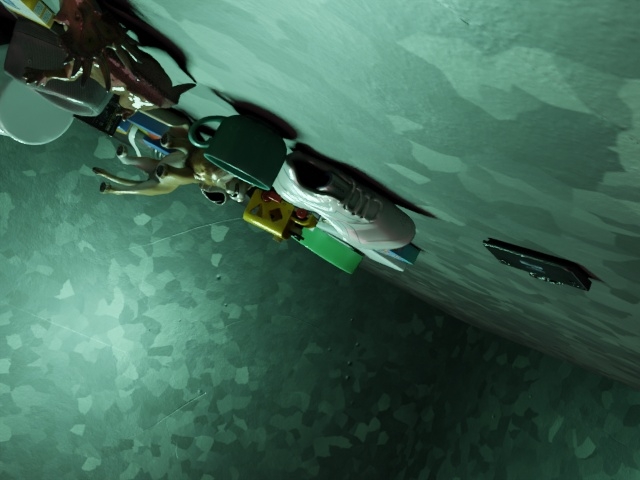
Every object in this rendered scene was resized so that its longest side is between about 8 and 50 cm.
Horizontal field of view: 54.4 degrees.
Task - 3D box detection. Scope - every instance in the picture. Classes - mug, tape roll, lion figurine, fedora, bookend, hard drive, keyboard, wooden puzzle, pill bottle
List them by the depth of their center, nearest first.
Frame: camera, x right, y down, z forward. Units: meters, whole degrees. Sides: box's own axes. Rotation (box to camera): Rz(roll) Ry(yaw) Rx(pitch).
[{"bbox_3d":[0.371,0.042,1.062,0.108,0.023,0.180,38,171,-38],"label":"keyboard"},{"bbox_3d":[-0.132,-0.165,1.080,0.129,0.097,0.158,24,175,41],"label":"mug"},{"bbox_3d":[-0.504,-0.329,1.199,0.275,0.124,0.244,27,176,-2],"label":"fedora"},{"bbox_3d":[-0.717,-0.358,1.402,0.361,0.204,0.204,32,179,32],"label":"pill bottle"},{"bbox_3d":[-0.349,-0.170,1.522,0.392,0.142,0.240,2,178,36],"label":"lion figurine"},{"bbox_3d":[-0.464,-0.305,1.568,0.322,0.080,0.348,26,176,1],"label":"wooden puzzle"},{"bbox_3d":[-0.134,-0.103,1.775,0.156,0.072,0.157,46,179,7],"label":"bookend"},{"bbox_3d":[0.126,0.006,2.054,0.203,0.040,0.307,23,175,46],"label":"hard drive"},{"bbox_3d":[0.000,0.000,2.192,0.321,0.077,0.321,34,-177,-2],"label":"tape roll"}]

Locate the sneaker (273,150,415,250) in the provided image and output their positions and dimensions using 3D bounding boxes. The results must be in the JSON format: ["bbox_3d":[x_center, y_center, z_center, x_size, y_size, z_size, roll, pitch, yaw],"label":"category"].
[{"bbox_3d":[0.044,-0.070,1.157,0.297,0.111,0.129,26,170,-3],"label":"sneaker"}]

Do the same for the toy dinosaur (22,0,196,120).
[{"bbox_3d":[-0.281,-0.247,0.895,0.200,0.127,0.296,14,174,43],"label":"toy dinosaur"}]

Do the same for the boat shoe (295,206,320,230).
[{"bbox_3d":[-0.038,-0.081,1.801,0.076,0.080,0.228,25,-176,-4],"label":"boat shoe"}]

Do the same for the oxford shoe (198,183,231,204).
[{"bbox_3d":[-0.283,-0.169,1.765,0.130,0.132,0.363,26,176,6],"label":"oxford shoe"}]

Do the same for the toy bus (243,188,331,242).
[{"bbox_3d":[-0.093,-0.048,1.569,0.191,0.104,0.202,27,179,-30],"label":"toy bus"}]

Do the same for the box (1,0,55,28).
[{"bbox_3d":[-0.487,-0.391,0.984,0.081,0.028,0.136,26,174,4],"label":"box"}]

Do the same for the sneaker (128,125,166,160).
[{"bbox_3d":[-0.495,-0.275,1.968,0.147,0.104,0.296,32,172,4],"label":"sneaker"}]

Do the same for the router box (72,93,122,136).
[{"bbox_3d":[-0.471,-0.300,1.363,0.092,0.122,0.038,28,-178,-19],"label":"router box"}]

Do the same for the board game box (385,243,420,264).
[{"bbox_3d":[0.142,-0.011,1.666,0.210,0.047,0.160,29,176,-37],"label":"board game box"}]
